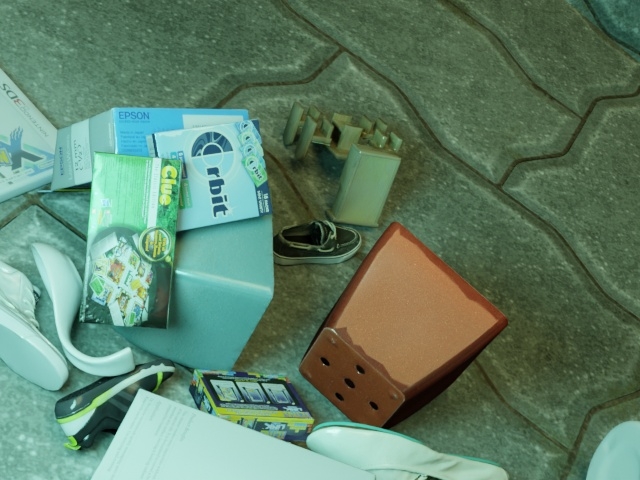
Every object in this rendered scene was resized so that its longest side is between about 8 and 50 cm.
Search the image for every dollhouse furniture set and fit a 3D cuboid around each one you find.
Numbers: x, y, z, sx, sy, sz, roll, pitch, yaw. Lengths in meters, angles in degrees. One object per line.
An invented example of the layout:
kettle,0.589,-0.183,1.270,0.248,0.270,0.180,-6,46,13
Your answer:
dollhouse furniture set,0.052,-0.158,2.412,0.212,0.161,0.242,7,26,-27

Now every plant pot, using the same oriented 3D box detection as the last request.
plant pot,-0.237,0.045,1.923,0.252,0.247,0.248,14,45,-19
plant pot,0.117,0.179,2.027,0.267,0.267,0.236,42,54,9

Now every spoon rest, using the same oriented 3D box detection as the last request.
spoon rest,-0.395,0.111,1.823,0.084,0.137,0.276,-28,55,-22

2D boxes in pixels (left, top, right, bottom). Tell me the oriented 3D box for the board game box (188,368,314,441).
board game box,-0.114,0.270,1.895,0.170,0.048,0.141,8,23,-26

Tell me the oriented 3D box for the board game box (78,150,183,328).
board game box,-0.287,0.000,1.752,0.136,0.030,0.259,6,91,-7

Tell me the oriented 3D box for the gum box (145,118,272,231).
gum box,-0.175,-0.104,1.835,0.184,0.041,0.157,-12,96,-30

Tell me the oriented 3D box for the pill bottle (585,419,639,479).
pill bottle,0.708,0.485,2.121,0.392,0.224,0.224,19,44,-17

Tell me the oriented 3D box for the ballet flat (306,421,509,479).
ballet flat,0.157,0.402,1.910,0.400,0.139,0.139,20,42,-29

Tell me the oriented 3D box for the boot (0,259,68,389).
boot,-0.472,0.116,1.815,0.258,0.095,0.123,39,43,3

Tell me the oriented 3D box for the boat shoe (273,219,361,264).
boat shoe,0.000,0.000,2.244,0.219,0.070,0.077,-10,57,-38

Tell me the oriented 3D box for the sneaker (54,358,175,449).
sneaker,-0.317,0.260,1.812,0.235,0.084,0.097,-24,95,-45

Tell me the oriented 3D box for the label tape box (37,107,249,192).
label tape box,-0.312,-0.150,1.983,0.249,0.348,0.115,-4,91,-34

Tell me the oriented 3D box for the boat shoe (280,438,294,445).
boat shoe,-0.015,0.386,1.867,0.207,0.073,0.073,40,43,6

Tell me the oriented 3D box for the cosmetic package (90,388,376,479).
cosmetic package,-0.132,0.393,1.671,0.385,0.156,0.217,22,42,3

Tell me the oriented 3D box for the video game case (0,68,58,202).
video game case,-0.633,-0.186,2.042,0.300,0.036,0.329,46,43,13
